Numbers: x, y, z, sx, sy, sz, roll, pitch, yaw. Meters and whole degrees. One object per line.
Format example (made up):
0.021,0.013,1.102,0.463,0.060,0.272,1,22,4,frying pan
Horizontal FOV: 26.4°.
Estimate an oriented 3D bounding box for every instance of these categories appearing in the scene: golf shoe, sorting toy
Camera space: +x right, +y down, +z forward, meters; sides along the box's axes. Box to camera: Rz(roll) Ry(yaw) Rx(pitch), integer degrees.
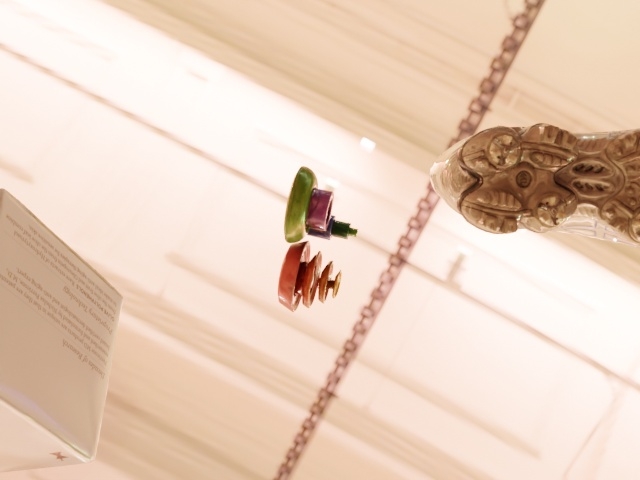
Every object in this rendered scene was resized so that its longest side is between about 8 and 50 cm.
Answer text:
0.140,-0.030,0.708,0.176,0.069,0.086,9,-178,-18,golf shoe
0.000,0.000,0.899,0.042,0.102,0.061,11,-151,8,sorting toy

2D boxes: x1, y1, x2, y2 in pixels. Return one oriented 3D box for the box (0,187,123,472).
-0.158,0.045,0.593,0.102,0.101,0.087,50,-143,-50,box
